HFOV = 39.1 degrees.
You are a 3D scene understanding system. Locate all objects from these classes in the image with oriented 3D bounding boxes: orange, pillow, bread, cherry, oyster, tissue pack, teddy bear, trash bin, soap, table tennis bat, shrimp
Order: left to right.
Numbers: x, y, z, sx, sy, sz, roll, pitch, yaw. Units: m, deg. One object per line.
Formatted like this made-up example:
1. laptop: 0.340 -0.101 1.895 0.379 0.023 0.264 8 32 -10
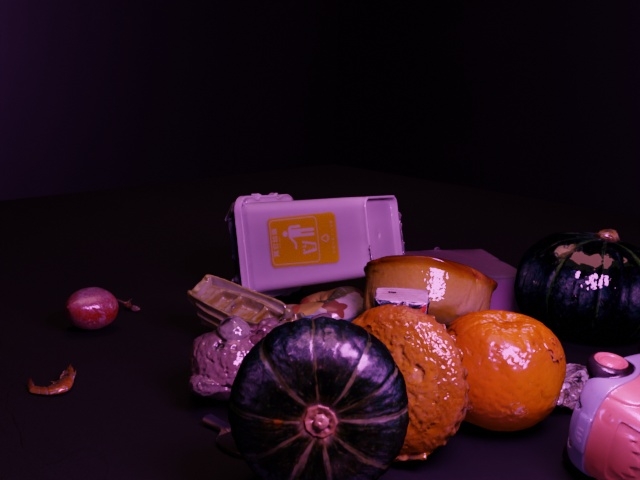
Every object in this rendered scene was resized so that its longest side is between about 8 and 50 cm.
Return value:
1. shrimp: -0.480 0.248 1.612 0.083 0.023 0.114 -1 17 0
2. cherry: -0.461 0.143 1.945 0.107 0.090 0.225 -4 -1 32
3. table tennis bat: -0.128 0.306 1.414 0.158 0.014 0.095 16 20 42
4. teddy bear: -0.096 0.204 1.565 0.267 0.151 0.236 7 20 2
5. trash bin: 0.000 0.000 2.098 0.367 0.256 0.296 -6 -1 29
6. pillow: 0.004 0.156 1.957 0.214 0.086 0.233 -2 11 38
7. tissue pack: 0.144 0.178 1.649 0.103 0.170 0.090 3 17 3
8. bread: 0.125 0.213 1.381 0.240 0.240 0.139 10 5 33
9. bread: 0.215 0.112 1.801 0.270 0.148 0.270 8 -18 2
10. soap: 0.307 0.097 2.164 0.296 0.107 0.285 -2 13 -12
11. orange: 0.292 0.212 1.479 0.219 0.193 0.219 -13 8 2
12. oyster: 0.441 0.256 1.596 0.125 0.064 0.177 -3 11 0

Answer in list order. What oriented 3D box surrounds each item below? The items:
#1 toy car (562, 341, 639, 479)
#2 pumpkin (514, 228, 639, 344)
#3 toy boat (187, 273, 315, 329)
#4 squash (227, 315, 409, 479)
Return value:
1. toy car: 0.499 0.272 1.304 0.270 0.181 0.212 -9 27 -35
2. pumpkin: 0.585 0.088 1.942 0.315 0.238 0.315 7 13 -2
3. toy boat: -0.140 0.156 1.832 0.276 0.084 0.111 18 33 22
4. squash: -0.003 0.229 1.241 0.252 0.252 0.165 1 7 0
